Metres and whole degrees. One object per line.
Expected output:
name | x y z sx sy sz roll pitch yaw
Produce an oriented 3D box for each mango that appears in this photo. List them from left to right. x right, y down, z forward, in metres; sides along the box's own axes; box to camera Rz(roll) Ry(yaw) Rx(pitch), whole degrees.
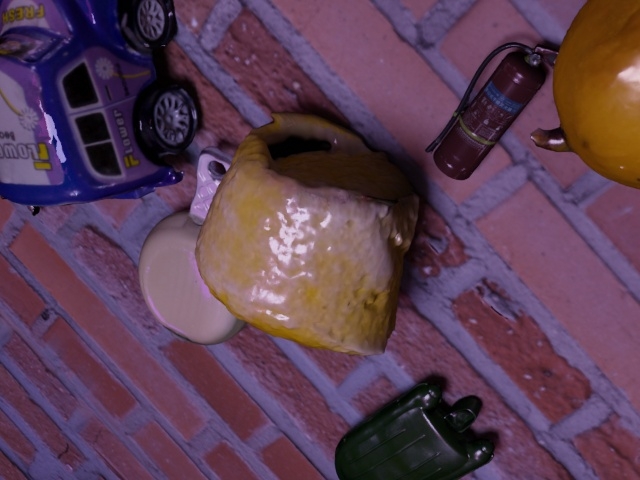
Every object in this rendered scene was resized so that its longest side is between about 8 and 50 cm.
mango | 0.281 -0.120 0.508 0.316 0.119 0.177 -14 105 26

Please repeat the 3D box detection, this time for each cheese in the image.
cheese | -0.119 0.006 0.843 0.137 0.064 0.227 24 127 13

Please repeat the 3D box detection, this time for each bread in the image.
bread | -0.004 0.000 0.703 0.197 0.197 0.171 29 116 14

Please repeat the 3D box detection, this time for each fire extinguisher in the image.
fire extinguisher | 0.137 -0.106 0.646 0.056 0.039 0.132 33 129 -1

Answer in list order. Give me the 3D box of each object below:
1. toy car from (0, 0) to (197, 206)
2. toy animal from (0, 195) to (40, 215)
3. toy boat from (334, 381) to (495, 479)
toy car | -0.236 -0.141 0.764 0.172 0.158 0.235 1 110 31
toy animal | -0.441 -0.117 0.971 0.260 0.087 0.244 26 113 18
toy boat | 0.085 0.218 0.849 0.104 0.052 0.210 44 130 -1
